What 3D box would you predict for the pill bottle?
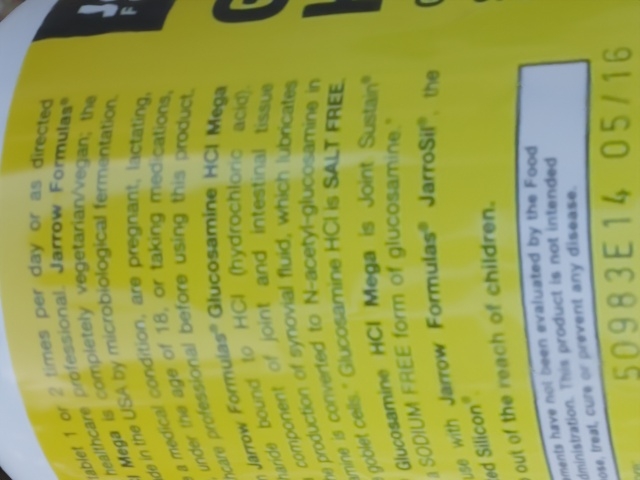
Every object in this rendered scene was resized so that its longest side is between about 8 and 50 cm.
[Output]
[{"bbox_3d":[0.000,0.000,0.526,0.333,0.188,0.188,-2,141,19],"label":"pill bottle"}]
